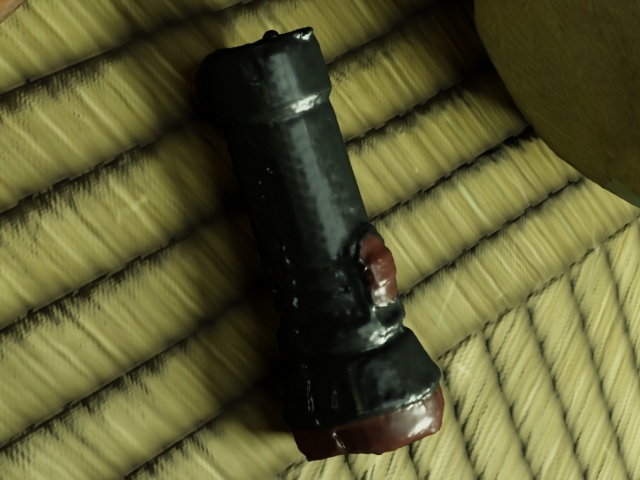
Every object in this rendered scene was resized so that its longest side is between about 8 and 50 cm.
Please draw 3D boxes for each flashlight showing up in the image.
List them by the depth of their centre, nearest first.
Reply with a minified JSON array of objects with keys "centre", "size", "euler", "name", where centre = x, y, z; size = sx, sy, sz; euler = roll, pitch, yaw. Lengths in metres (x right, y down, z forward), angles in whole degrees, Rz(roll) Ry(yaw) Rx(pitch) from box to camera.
[{"centre":[0.000,0.000,0.864],"size":[0.093,0.093,0.232],"euler":[-23,101,-45],"name":"flashlight"}]

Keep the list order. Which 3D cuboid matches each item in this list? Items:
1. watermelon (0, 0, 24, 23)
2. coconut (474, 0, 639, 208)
[{"centre":[-0.215,-0.140,0.671],"size":[0.128,0.159,0.303],"euler":[36,50,8],"name":"watermelon"},{"centre":[0.277,-0.160,0.995],"size":[0.346,0.346,0.360],"euler":[39,65,-36],"name":"coconut"}]
